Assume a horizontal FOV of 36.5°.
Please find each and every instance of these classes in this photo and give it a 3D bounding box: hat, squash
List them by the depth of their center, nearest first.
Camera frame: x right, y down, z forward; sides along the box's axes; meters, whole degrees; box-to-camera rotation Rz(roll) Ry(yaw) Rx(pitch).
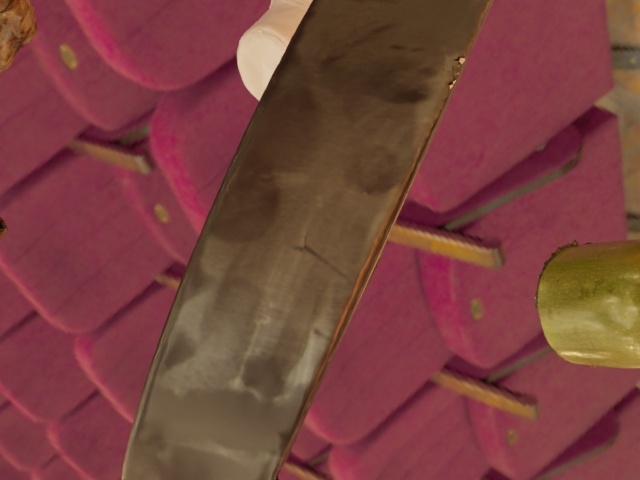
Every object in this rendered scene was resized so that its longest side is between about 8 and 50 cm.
[{"bbox_3d":[0.281,0.050,0.837,0.123,0.123,0.186,45,161,-11],"label":"squash"},{"bbox_3d":[-0.029,-0.244,1.256,0.203,0.126,0.203,26,137,28],"label":"hat"}]

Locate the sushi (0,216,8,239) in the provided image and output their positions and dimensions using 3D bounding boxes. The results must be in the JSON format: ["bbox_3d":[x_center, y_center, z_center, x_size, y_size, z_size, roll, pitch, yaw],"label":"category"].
[{"bbox_3d":[-0.573,-0.034,1.149,0.328,0.328,0.285,-31,94,22],"label":"sushi"}]

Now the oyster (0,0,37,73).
[{"bbox_3d":[-0.323,-0.223,0.790,0.078,0.128,0.345,53,173,17],"label":"oyster"}]

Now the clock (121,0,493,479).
[{"bbox_3d":[0.000,0.000,0.569,0.076,0.386,0.386,23,152,4],"label":"clock"}]
